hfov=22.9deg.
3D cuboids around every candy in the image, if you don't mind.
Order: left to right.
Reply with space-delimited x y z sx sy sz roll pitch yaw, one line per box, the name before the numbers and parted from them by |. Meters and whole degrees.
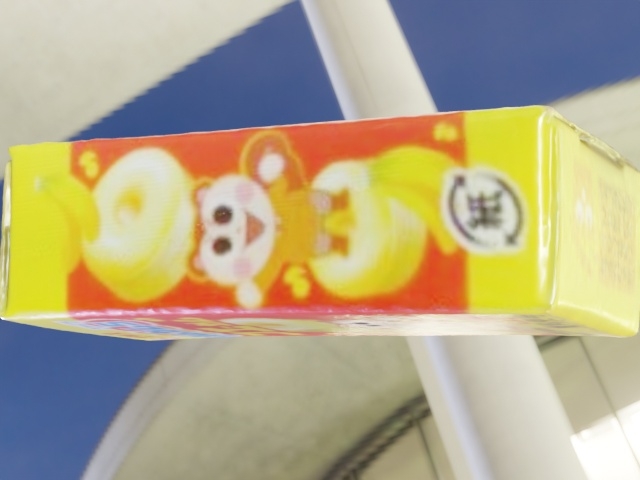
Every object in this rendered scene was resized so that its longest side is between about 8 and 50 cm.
candy | 0.000 0.000 0.741 0.276 0.088 0.146 -2 -7 24
